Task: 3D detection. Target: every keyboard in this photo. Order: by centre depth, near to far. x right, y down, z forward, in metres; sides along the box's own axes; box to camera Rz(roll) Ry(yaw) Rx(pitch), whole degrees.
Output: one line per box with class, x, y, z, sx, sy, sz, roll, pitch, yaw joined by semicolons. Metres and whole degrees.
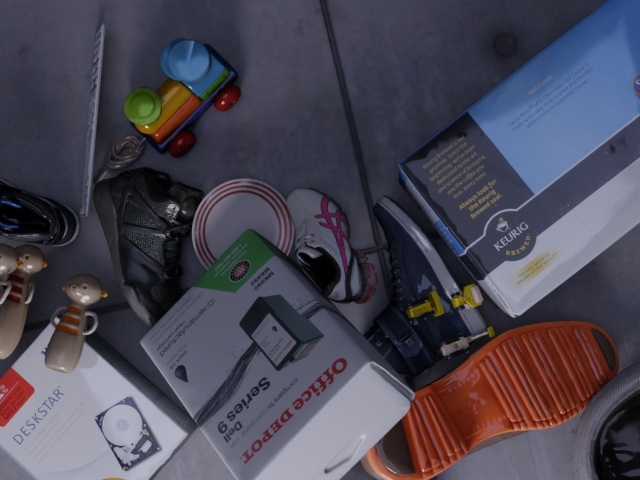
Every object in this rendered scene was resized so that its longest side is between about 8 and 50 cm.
keyboard;-0.304;-0.159;1.452;0.014;0.072;0.256;5;89;-13

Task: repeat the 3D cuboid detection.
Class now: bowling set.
bowling set;-0.424;0.051;1.346;0.287;0.200;0.154;7;72;25

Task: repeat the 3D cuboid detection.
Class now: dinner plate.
dinner plate;-0.103;-0.012;1.441;0.141;0.017;0.141;-2;97;-21

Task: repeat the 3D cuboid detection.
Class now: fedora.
fedora;0.453;0.255;1.359;0.275;0.124;0.243;-27;85;10

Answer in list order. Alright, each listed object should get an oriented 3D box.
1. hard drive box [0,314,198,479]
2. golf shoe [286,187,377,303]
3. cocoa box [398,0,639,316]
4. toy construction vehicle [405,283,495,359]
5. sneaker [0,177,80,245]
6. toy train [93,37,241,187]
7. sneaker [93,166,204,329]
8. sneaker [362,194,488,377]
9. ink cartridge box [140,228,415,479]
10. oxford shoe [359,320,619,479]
hard drive box;-0.309;0.239;1.432;0.232;0.089;0.181;40;91;4
golf shoe;0.000;0.000;1.391;0.067;0.086;0.186;-51;54;28
cocoa box;0.293;-0.101;1.326;0.347;0.231;0.228;-38;86;2
toy construction vehicle;0.161;0.101;1.359;0.098;0.035;0.085;-22;84;-15
sneaker;-0.434;-0.047;1.432;0.217;0.121;0.079;13;88;4
toy train;-0.221;-0.157;1.409;0.248;0.143;0.105;-45;86;2
sneaker;-0.204;0.008;1.423;0.130;0.087;0.227;-21;82;21
sneaker;0.091;0.069;1.409;0.163;0.086;0.226;-32;88;0
ink cartridge box;-0.057;0.155;1.327;0.211;0.121;0.289;-46;48;1
oxford shoe;0.208;0.200;1.389;0.364;0.133;0.130;-19;80;-15
